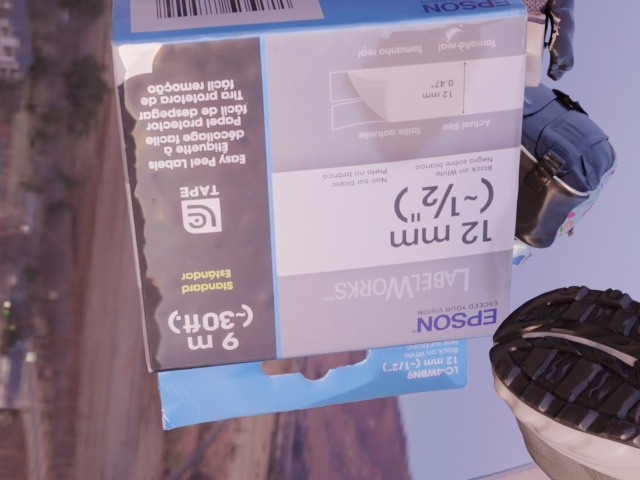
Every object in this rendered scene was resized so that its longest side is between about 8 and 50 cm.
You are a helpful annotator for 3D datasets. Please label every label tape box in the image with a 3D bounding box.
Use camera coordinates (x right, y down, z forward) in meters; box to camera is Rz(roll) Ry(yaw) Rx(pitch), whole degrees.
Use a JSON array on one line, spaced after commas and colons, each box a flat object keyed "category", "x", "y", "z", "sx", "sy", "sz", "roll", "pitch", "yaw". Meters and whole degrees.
[{"category": "label tape box", "x": 0.000, "y": 0.000, "z": 0.826, "sx": 0.115, "sy": 0.249, "sz": 0.348, "roll": -109, "pitch": -165, "yaw": -61}]

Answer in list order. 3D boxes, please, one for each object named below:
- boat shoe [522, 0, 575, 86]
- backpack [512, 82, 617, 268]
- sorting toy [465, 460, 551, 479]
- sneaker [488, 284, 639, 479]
[{"category": "boat shoe", "x": 0.056, "y": -0.234, "z": 1.049, "sx": 0.127, "sy": 0.340, "sz": 0.158, "roll": 55, "pitch": 44, "yaw": -77}, {"category": "backpack", "x": 0.241, "y": -0.100, "z": 1.500, "sx": 0.253, "sy": 0.225, "sz": 0.191, "roll": -38, "pitch": 165, "yaw": -54}, {"category": "sorting toy", "x": 0.067, "y": 0.230, "z": 1.007, "sx": 0.193, "sy": 0.208, "sz": 0.038, "roll": 1, "pitch": 62, "yaw": -54}, {"category": "sneaker", "x": 0.197, "y": 0.120, "z": 0.552, "sx": 0.100, "sy": 0.271, "sz": 0.108, "roll": -39, "pitch": 138, "yaw": -20}]
